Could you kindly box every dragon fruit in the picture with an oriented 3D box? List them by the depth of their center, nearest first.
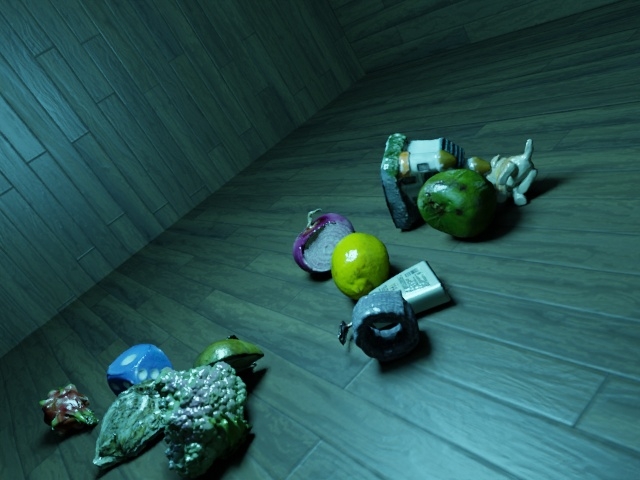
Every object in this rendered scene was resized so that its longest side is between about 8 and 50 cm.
[{"bbox_3d":[-0.793,0.546,1.779,0.235,0.135,0.137,21,48,41],"label":"dragon fruit"}]

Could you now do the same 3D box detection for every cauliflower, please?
[{"bbox_3d":[-0.297,0.427,1.328,0.315,0.238,0.257,-36,48,39],"label":"cauliflower"}]

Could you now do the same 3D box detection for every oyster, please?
[{"bbox_3d":[-0.497,0.492,1.549,0.267,0.112,0.198,-24,44,-1],"label":"oyster"}]

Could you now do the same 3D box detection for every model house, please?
[{"bbox_3d":[0.351,-0.183,1.671,0.300,0.272,0.190,-5,42,19],"label":"model house"}]

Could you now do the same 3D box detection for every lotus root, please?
[{"bbox_3d":[-0.254,0.306,1.486,0.183,0.203,0.078,-28,67,16],"label":"lotus root"}]

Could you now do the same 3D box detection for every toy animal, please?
[{"bbox_3d":[0.535,-0.210,1.561,0.104,0.184,0.185,16,25,5],"label":"toy animal"}]

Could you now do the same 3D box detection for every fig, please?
[{"bbox_3d":[0.394,-0.128,1.516,0.235,0.203,0.203,-46,26,-28],"label":"fig"}]

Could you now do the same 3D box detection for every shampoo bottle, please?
[{"bbox_3d":[0.168,0.162,1.393,0.284,0.071,0.153,-31,25,8],"label":"shampoo bottle"}]

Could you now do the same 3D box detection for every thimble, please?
[{"bbox_3d":[0.144,0.189,1.266,0.150,0.150,0.098,-26,23,15],"label":"thimble"}]

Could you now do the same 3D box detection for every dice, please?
[{"bbox_3d":[-0.543,0.407,1.707,0.143,0.146,0.146,-13,29,35],"label":"dice"}]

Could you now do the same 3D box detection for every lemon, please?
[{"bbox_3d":[0.110,0.068,1.536,0.170,0.170,0.207,-28,24,9],"label":"lemon"}]

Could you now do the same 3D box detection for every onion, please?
[{"bbox_3d":[0.010,0.009,1.789,0.200,0.200,0.208,20,87,62],"label":"onion"}]
